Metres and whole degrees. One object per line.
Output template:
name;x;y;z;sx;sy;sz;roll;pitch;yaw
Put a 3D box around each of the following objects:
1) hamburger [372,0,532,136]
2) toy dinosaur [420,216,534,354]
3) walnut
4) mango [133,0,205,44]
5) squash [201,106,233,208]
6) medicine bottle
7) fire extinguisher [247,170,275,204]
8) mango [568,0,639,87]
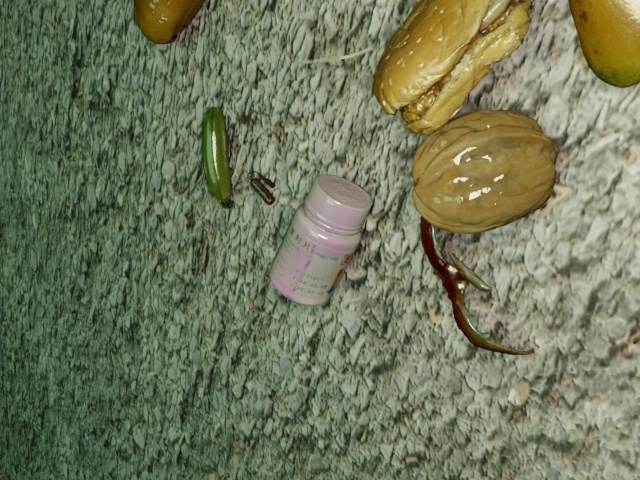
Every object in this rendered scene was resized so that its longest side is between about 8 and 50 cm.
hamburger;0.200;-0.316;0.944;0.145;0.259;0.283;39;109;-14
toy dinosaur;0.262;0.049;1.062;0.206;0.113;0.327;79;166;-53
walnut;0.263;-0.113;0.954;0.245;0.198;0.198;-14;91;2
mango;-0.355;-0.575;1.394;0.249;0.151;0.155;-33;44;42
squash;-0.257;-0.200;1.452;0.066;0.066;0.251;3;101;39
medicine bottle;0.000;0.000;1.232;0.152;0.152;0.254;40;122;26
fire extinguisher;-0.139;-0.133;1.393;0.100;0.032;0.046;49;137;13
mango;0.436;-0.333;0.828;0.152;0.120;0.221;-13;98;43
